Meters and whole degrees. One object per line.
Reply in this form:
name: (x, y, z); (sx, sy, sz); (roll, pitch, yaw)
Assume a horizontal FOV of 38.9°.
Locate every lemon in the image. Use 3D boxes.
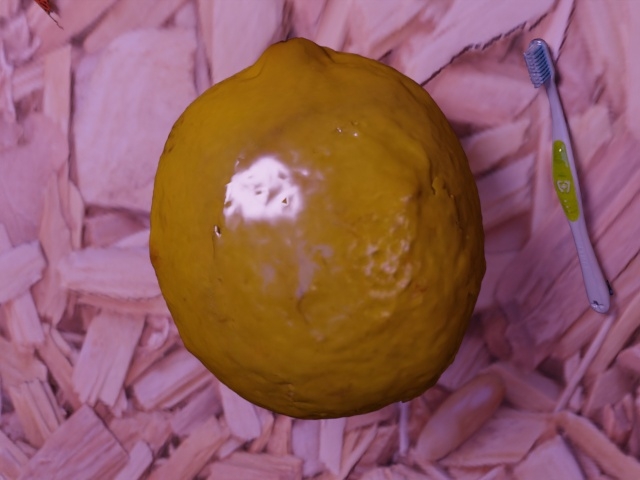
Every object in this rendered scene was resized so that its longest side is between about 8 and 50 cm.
lemon: (-0.001, -0.002, 0.687); (0.260, 0.260, 0.284); (14, 124, 2)

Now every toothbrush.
toothbrush: (0.209, -0.045, 0.753); (0.022, 0.026, 0.263); (7, 131, 44)

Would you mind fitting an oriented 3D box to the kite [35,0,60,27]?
kite: (-0.283, -0.254, 0.681); (0.125, 0.222, 0.008); (38, 82, 23)
